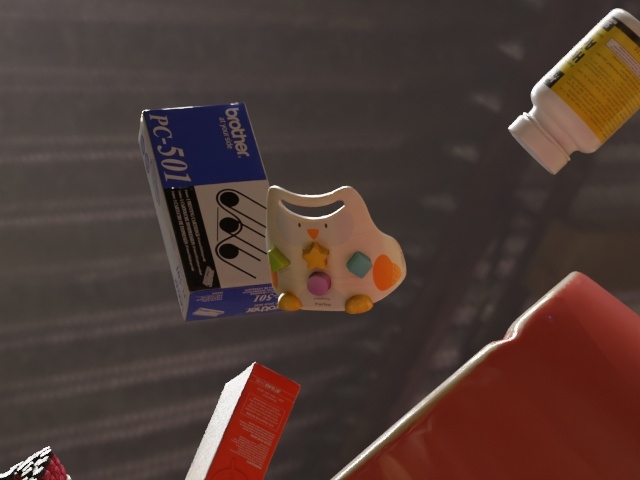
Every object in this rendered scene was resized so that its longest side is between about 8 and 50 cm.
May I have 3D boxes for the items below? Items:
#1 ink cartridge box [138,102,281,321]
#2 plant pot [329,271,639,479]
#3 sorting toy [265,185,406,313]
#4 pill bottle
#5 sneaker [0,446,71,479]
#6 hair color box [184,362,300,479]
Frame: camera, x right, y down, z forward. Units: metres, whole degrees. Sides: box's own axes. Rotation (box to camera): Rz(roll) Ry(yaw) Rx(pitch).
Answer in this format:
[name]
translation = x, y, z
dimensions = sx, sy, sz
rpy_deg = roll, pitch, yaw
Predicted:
[ink cartridge box]
translation = -0.093, -0.027, 1.748
dimensions = 0.097, 0.207, 0.046
rpy_deg = -5, -37, -16
[plant pot]
translation = 0.143, 0.168, 1.051
dimensions = 0.275, 0.243, 0.275
rpy_deg = -40, -6, -5
[sorting toy]
translation = 0.000, 0.000, 1.137
dimensions = 0.045, 0.083, 0.075
rpy_deg = -66, -29, -51
[pill bottle]
translation = 0.191, -0.103, 1.409
dimensions = 0.116, 0.065, 0.065
rpy_deg = -45, -27, 2
[sneaker]
translation = -0.229, 0.278, 1.519
dimensions = 0.121, 0.112, 0.299
rpy_deg = -31, 17, 26
[hair color box]
translation = -0.068, 0.168, 1.482
dimensions = 0.072, 0.043, 0.141
rpy_deg = -41, 24, 62
